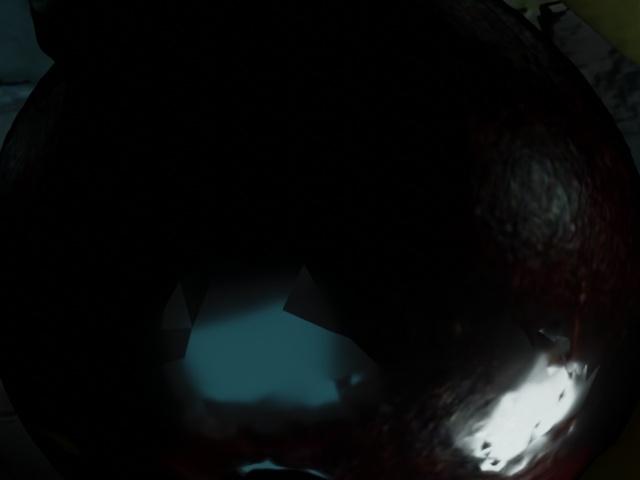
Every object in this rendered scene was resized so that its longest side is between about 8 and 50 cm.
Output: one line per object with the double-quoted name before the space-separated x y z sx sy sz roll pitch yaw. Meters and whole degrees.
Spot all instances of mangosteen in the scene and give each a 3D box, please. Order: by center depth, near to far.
"mangosteen" 0.000 0.000 0.523 0.210 0.210 0.210 12 137 12

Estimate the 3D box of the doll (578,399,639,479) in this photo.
"doll" 0.131 0.122 0.624 0.236 0.213 0.213 46 156 42

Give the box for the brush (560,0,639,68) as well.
"brush" 0.069 -0.127 0.479 0.233 0.047 0.103 37 137 -13
